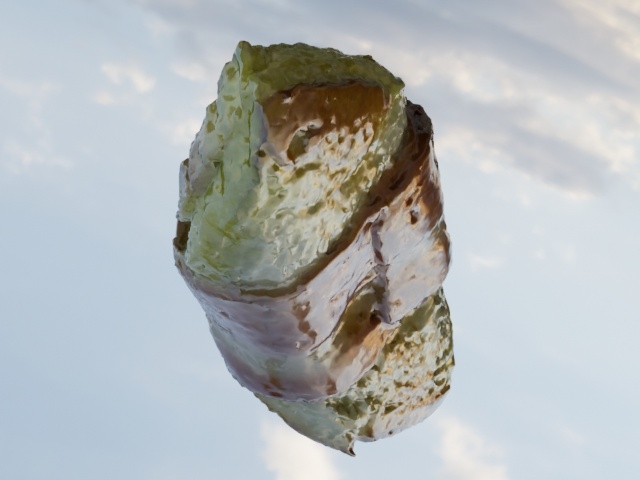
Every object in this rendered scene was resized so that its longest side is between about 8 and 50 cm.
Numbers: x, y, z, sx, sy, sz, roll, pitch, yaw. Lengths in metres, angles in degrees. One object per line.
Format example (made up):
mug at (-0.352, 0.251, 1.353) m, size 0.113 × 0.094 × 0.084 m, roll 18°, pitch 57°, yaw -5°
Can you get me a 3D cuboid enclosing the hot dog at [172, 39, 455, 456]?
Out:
hot dog at (-0.006, -0.001, 0.547) m, size 0.123 × 0.261 × 0.093 m, roll -40°, pitch -126°, yaw -21°
